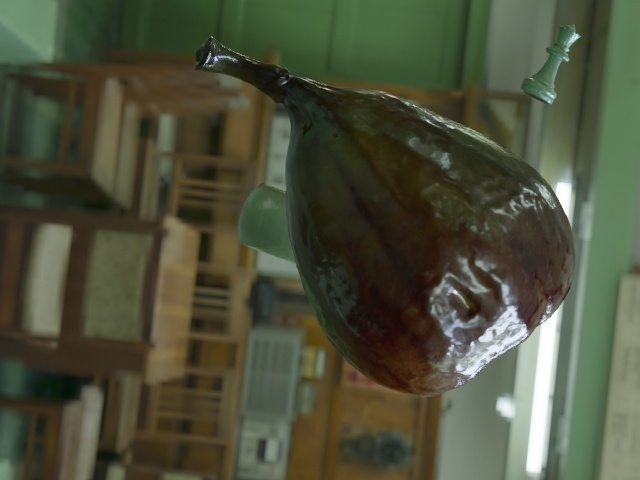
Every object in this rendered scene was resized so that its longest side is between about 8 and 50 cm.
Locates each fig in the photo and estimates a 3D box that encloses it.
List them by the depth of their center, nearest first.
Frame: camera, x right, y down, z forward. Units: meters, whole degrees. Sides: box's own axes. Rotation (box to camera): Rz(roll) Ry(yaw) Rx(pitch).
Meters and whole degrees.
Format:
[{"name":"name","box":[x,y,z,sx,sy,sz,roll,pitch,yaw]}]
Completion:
[{"name":"fig","box":[0.028,-0.032,1.047,0.170,0.274,0.145,-44,-175,15]}]

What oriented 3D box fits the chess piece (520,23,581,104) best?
[{"name":"chess piece","box":[0.264,-0.204,1.873,0.093,0.042,0.042,-64,179,3]}]

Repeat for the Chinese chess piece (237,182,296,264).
[{"name":"Chinese chess piece","box":[0.000,0.000,1.402,0.144,0.144,0.058,-3,114,-88]}]
